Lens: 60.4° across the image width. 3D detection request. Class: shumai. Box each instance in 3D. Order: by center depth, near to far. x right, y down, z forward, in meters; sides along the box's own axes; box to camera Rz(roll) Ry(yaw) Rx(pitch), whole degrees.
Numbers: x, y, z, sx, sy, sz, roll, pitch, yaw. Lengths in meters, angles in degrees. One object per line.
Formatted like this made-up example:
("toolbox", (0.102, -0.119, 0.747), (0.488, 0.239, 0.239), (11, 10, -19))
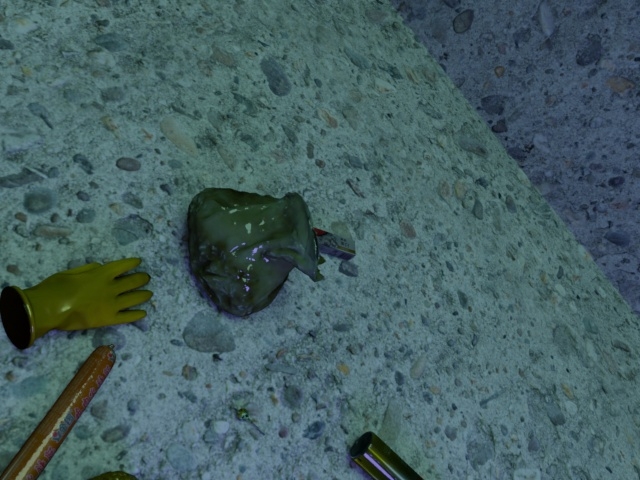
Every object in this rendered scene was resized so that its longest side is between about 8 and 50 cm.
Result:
("shumai", (-0.135, -0.017, 1.267), (0.292, 0.288, 0.330), (-35, 94, -38))

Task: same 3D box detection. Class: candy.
("candy", (-0.151, 0.400, 1.199), (0.023, 0.025, 0.083), (-41, 101, -2))

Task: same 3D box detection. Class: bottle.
("bottle", (0.196, 0.575, 1.297), (0.286, 0.082, 0.082), (45, 46, -5))

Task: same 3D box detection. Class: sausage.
("sausage", (-0.470, 0.326, 0.986), (0.053, 0.053, 0.347), (37, 47, -12))

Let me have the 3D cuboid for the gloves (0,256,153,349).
("gloves", (-0.465, 0.118, 1.108), (0.294, 0.116, 0.133), (-15, 100, -50))

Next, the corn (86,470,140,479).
("corn", (-0.425, 0.460, 0.909), (0.262, 0.097, 0.097), (-11, 70, -43))

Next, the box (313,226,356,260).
("box", (0.000, 0.000, 1.545), (0.218, 0.039, 0.055), (19, 54, -26))
